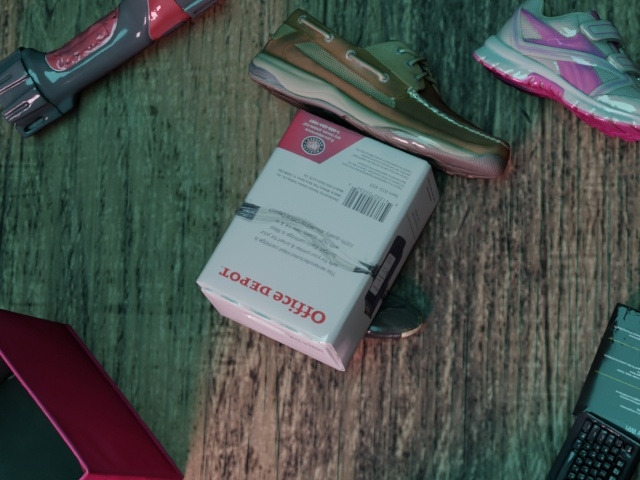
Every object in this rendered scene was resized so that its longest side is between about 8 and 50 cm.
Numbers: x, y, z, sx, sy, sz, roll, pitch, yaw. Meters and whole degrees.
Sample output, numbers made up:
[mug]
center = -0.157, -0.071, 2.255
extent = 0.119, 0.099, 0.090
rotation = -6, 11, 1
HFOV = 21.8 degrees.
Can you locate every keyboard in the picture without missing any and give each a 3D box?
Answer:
[keyboard]
center = 0.282, 0.280, 1.748
extent = 0.108, 0.023, 0.180
rotation = 29, 107, 18

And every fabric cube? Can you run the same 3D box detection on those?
[fabric cube]
center = -0.361, 0.250, 1.862
extent = 0.259, 0.258, 0.254
rotation = -43, 72, 7

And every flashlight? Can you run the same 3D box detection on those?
[flashlight]
center = -0.265, -0.253, 1.999
extent = 0.304, 0.103, 0.103
rotation = -30, 47, 12

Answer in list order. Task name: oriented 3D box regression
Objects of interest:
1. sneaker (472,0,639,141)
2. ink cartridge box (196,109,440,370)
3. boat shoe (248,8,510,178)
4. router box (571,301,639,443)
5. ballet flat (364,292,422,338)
[sneaker]
center = 0.294, -0.190, 1.802
extent = 0.252, 0.103, 0.111
rotation = 29, 93, 19
[ink cartridge box]
center = 0.000, 0.000, 1.840
extent = 0.172, 0.100, 0.237
rotation = 24, 74, 20
[boat shoe]
center = 0.073, -0.170, 1.865
extent = 0.324, 0.123, 0.116
rotation = 27, 87, 18
[router box]
center = 0.372, 0.159, 1.749
extent = 0.179, 0.046, 0.133
rotation = 22, 89, 20
[ballet flat]
center = 0.031, 0.087, 1.882
extent = 0.173, 0.049, 0.057
rotation = 3, 59, 13
